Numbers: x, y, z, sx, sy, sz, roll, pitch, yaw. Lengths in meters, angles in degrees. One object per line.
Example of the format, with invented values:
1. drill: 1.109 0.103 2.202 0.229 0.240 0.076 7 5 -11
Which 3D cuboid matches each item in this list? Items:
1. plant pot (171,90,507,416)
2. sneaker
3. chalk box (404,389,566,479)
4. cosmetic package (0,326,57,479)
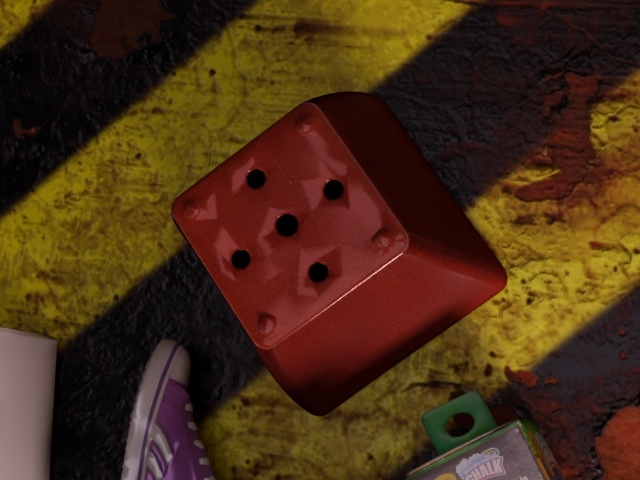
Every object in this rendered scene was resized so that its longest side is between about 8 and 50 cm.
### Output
1. plant pot: 0.000 0.000 1.340 0.267 0.236 0.267 -36 75 7
2. sneaker: -0.137 0.255 1.427 0.161 0.102 0.282 8 80 -1
3. chalk box: 0.177 0.259 1.307 0.132 0.132 0.213 -28 75 11
4. cosmetic package: -0.430 0.288 1.460 0.217 0.156 0.385 -3 82 17
